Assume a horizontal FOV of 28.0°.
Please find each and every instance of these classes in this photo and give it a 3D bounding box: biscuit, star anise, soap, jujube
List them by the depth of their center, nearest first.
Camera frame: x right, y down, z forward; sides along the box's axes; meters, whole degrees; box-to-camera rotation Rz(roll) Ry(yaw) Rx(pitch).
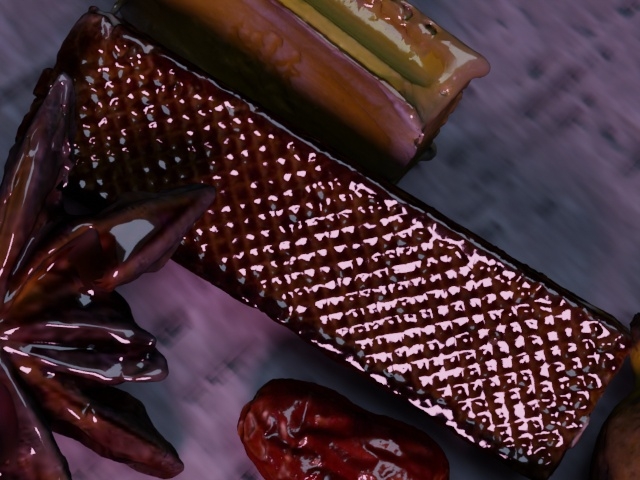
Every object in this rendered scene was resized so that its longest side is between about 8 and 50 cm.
[{"bbox_3d":[-0.174,0.047,0.697,0.212,0.129,0.282,8,96,1],"label":"star anise"},{"bbox_3d":[0.012,0.127,0.748,0.129,0.077,0.077,30,61,9],"label":"jujube"},{"bbox_3d":[0.000,0.000,0.783,0.388,0.073,0.107,31,98,1],"label":"biscuit"},{"bbox_3d":[-0.020,-0.128,0.828,0.233,0.135,0.076,37,61,5],"label":"soap"}]

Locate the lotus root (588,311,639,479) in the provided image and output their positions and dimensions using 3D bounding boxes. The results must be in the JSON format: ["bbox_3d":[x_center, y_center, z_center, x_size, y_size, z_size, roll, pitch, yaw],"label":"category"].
[{"bbox_3d":[0.244,0.177,0.749,0.169,0.141,0.314,2,55,-17],"label":"lotus root"}]
